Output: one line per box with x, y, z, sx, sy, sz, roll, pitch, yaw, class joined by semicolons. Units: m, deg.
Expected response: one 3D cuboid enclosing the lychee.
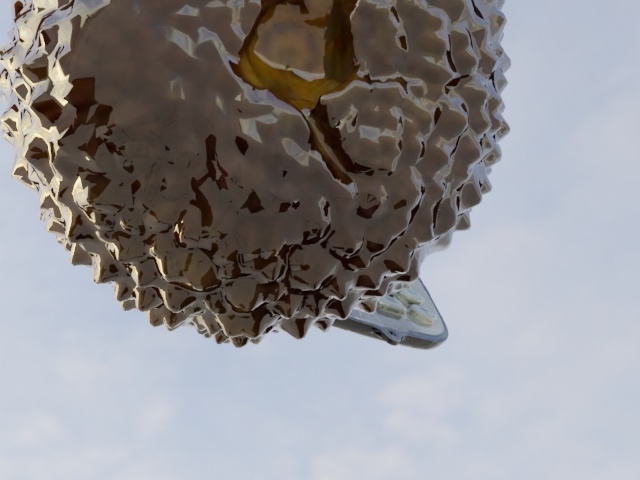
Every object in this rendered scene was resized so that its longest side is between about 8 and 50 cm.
-0.034;-0.077;0.717;0.268;0.267;0.267;0;-49;0;lychee

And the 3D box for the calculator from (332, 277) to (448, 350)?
0.000;0.000;1.106;0.177;0.268;0.040;18;-68;-35;calculator
